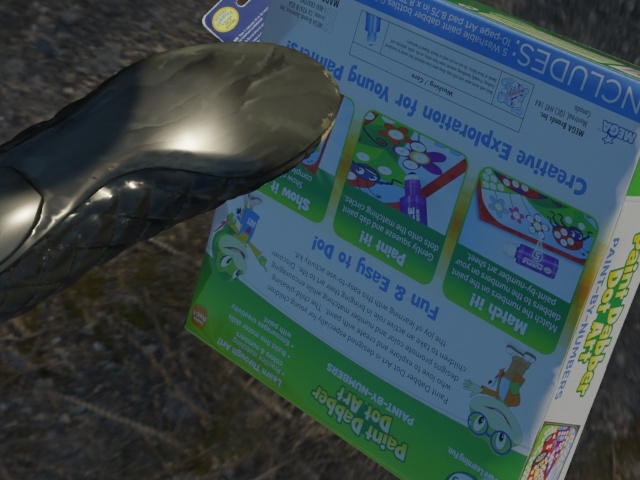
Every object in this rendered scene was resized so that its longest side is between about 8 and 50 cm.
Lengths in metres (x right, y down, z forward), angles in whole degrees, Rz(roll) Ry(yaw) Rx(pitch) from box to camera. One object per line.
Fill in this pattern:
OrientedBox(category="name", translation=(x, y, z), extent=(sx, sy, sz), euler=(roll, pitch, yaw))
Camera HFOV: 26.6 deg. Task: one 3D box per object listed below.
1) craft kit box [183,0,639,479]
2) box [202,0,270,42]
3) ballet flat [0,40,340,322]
OrientedBox(category="craft kit box", translation=(0.051, -0.007, 0.728), extent=(0.250, 0.061, 0.246), euler=(31, 111, 35))
OrientedBox(category="box", translation=(-0.004, -0.196, 1.438), extent=(0.225, 0.036, 0.136), euler=(43, 72, -1))
OrientedBox(category="ballet flat", translation=(-0.067, -0.023, 0.460), extent=(0.173, 0.049, 0.057), euler=(-28, 78, -28))
